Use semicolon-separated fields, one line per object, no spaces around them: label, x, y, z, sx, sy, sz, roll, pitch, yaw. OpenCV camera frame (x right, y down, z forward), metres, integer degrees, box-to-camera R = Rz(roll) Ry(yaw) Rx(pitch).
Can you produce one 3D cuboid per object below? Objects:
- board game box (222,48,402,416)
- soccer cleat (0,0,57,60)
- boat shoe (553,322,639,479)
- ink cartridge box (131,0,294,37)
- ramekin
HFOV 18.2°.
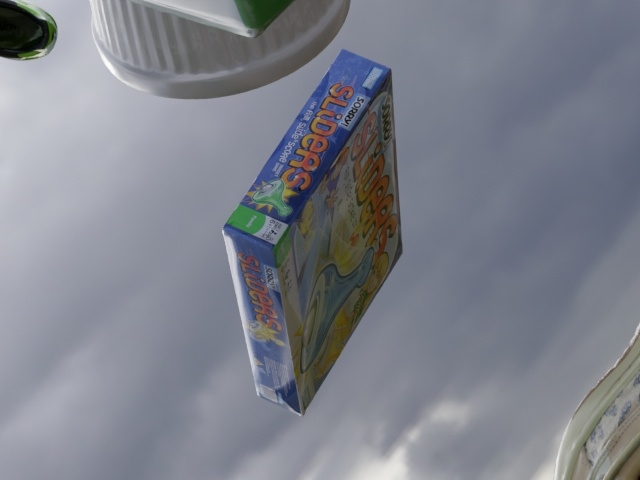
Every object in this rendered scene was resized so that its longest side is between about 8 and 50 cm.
board game box;0.000;0.000;1.179;0.136;0.035;0.201;-58;-19;-25
soccer cleat;-0.276;-0.162;1.429;0.072;0.179;0.060;-161;78;-79
boat shoe;0.193;0.098;1.009;0.104;0.089;0.285;-1;-51;-18
ink cartridge box;-0.007;-0.197;0.689;0.208;0.087;0.153;-46;-45;-27
ramekin;-0.085;-0.215;1.538;0.207;0.207;0.109;-47;-38;-29
